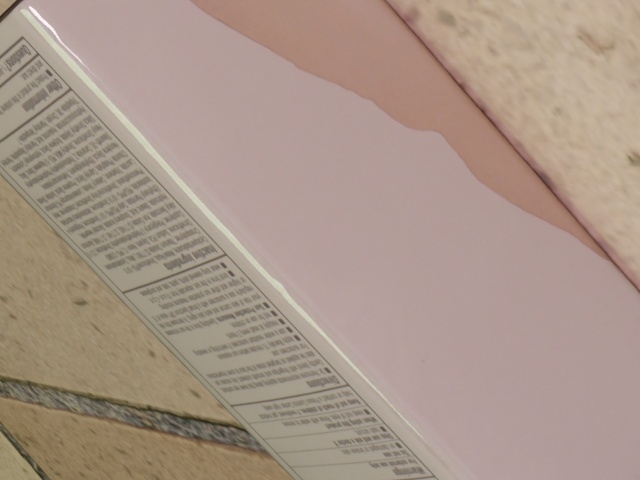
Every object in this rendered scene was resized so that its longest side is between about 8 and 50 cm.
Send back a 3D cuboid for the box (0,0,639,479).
[{"bbox_3d":[0.000,0.000,0.727,0.311,0.121,0.148,48,154,-13],"label":"box"}]
